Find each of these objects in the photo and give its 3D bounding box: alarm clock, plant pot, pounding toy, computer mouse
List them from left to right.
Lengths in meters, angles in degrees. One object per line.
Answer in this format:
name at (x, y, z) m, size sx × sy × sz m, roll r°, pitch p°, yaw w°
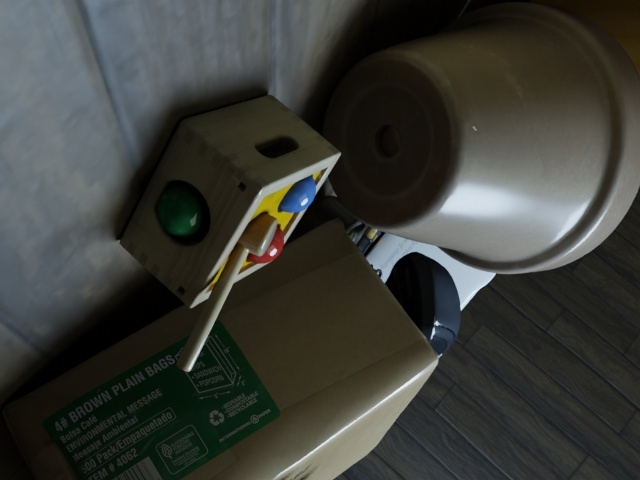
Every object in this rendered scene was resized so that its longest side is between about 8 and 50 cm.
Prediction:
pounding toy at (-0.063, -0.009, 0.600) m, size 0.130 × 0.100 × 0.141 m, roll -56°, pitch 167°, yaw 31°
alarm clock at (0.000, 0.000, 0.967) m, size 0.192 × 0.064 × 0.129 m, roll -38°, pitch 165°, yaw -31°
computer mouse at (0.085, 0.051, 0.888) m, size 0.060 × 0.184 × 0.262 m, roll -1°, pitch 155°, yaw -12°
plant pot at (0.126, -0.089, 0.794) m, size 0.229 × 0.263 × 0.263 m, roll -8°, pitch 141°, yaw -46°

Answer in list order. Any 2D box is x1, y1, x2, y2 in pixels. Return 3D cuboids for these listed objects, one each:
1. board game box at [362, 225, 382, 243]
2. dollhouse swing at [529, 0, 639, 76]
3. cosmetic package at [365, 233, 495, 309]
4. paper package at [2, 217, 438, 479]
board game box at (0.094, -0.076, 1.117) m, size 0.141 × 0.048 × 0.170 m, roll -47°, pitch 169°, yaw -4°
dollhouse swing at (0.369, -0.163, 1.027) m, size 0.347 × 0.305 × 0.315 m, roll -52°, pitch 156°, yaw -40°
cosmetic package at (0.180, 0.012, 1.355) m, size 0.217 × 0.156 × 0.385 m, roll -49°, pitch 175°, yaw -2°
paper package at (-0.087, 0.173, 0.801) m, size 0.325 × 0.168 × 0.309 m, roll -30°, pitch 160°, yaw -23°
